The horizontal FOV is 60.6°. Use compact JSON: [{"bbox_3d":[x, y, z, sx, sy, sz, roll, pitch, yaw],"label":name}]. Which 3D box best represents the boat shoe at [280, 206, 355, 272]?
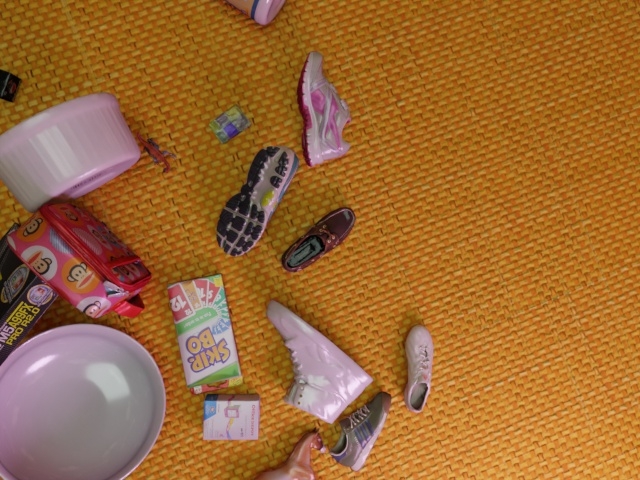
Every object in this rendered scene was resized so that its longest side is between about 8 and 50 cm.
[{"bbox_3d":[0.000,0.000,1.232,0.207,0.073,0.073,-42,92,-5],"label":"boat shoe"}]

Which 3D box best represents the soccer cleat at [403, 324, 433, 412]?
[{"bbox_3d":[0.227,0.292,1.246,0.068,0.076,0.196,5,89,-5],"label":"soccer cleat"}]

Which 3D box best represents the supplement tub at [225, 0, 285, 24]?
[{"bbox_3d":[-0.169,-0.582,1.185,0.200,0.144,0.144,33,87,-4],"label":"supplement tub"}]

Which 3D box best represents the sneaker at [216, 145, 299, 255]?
[{"bbox_3d":[-0.129,-0.081,1.206,0.107,0.110,0.275,38,104,13],"label":"sneaker"}]

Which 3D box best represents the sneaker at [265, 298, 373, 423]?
[{"bbox_3d":[-0.042,0.277,1.208,0.292,0.108,0.169,42,83,-5],"label":"sneaker"}]

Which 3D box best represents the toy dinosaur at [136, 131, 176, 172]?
[{"bbox_3d":[-0.364,-0.186,1.207,0.047,0.090,0.082,-48,61,11],"label":"toy dinosaur"}]

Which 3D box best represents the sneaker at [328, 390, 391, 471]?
[{"bbox_3d":[0.085,0.422,1.238,0.086,0.064,0.192,25,91,-9],"label":"sneaker"}]

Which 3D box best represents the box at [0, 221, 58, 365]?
[{"bbox_3d":[-0.633,0.107,1.092,0.216,0.270,0.060,-52,133,-2],"label":"box"}]

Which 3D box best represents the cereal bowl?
[{"bbox_3d":[-0.501,0.348,1.120,0.339,0.141,0.339,13,61,-24],"label":"cereal bowl"}]

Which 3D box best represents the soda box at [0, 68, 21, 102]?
[{"bbox_3d":[-0.746,-0.357,1.179,0.169,0.053,0.060,20,89,-4],"label":"soda box"}]

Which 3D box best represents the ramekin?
[{"bbox_3d":[-0.501,-0.168,1.096,0.277,0.277,0.135,-30,100,-4],"label":"ramekin"}]

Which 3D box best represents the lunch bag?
[{"bbox_3d":[-0.448,0.052,1.082,0.120,0.293,0.258,-43,96,-4],"label":"lunch bag"}]

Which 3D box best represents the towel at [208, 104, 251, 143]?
[{"bbox_3d":[-0.206,-0.266,1.247,0.083,0.009,0.060,-36,93,-4],"label":"towel"}]

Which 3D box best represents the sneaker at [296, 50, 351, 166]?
[{"bbox_3d":[0.010,-0.295,1.228,0.111,0.103,0.252,-6,97,-9],"label":"sneaker"}]

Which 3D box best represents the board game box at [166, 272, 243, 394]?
[{"bbox_3d":[-0.257,0.213,1.229,0.124,0.039,0.259,-11,93,-4],"label":"board game box"}]

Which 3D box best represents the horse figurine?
[{"bbox_3d":[-0.083,0.560,1.224,0.263,0.066,0.174,-26,97,-7],"label":"horse figurine"}]

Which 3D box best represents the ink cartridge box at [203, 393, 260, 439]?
[{"bbox_3d":[-0.197,0.393,1.222,0.122,0.052,0.088,1,89,-6],"label":"ink cartridge box"}]
